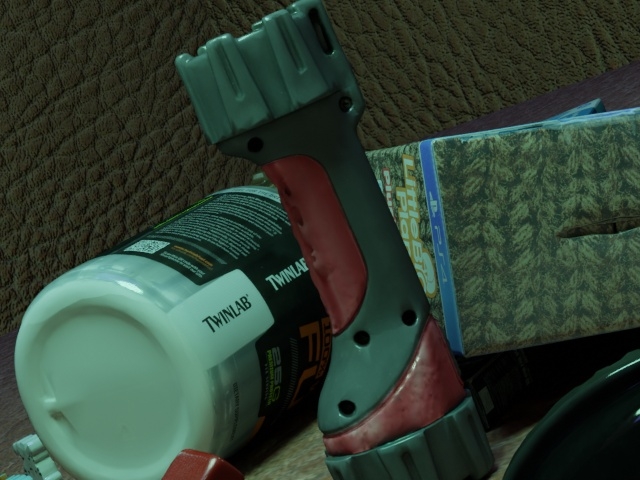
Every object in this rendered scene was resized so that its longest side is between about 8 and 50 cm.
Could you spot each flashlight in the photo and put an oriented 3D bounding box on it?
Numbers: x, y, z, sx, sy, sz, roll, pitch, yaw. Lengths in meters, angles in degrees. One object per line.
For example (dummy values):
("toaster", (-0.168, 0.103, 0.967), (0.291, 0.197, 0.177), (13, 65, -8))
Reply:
("flashlight", (0.004, 0.015, 1.117), (0.103, 0.304, 0.103), (-20, 7, 37))

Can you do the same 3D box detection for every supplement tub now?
("supplement tub", (-0.089, 0.069, 1.523), (0.193, 0.193, 0.316), (-19, 8, 33))

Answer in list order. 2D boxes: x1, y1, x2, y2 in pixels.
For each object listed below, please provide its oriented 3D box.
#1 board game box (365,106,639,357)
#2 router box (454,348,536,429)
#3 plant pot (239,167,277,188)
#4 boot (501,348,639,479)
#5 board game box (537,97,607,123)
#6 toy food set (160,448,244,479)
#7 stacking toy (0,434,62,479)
("board game box", (0.152, -0.011, 1.319), (0.232, 0.141, 0.291), (-9, 2, -14))
("router box", (0.076, 0.111, 1.274), (0.122, 0.038, 0.092), (-19, 8, 31))
("plant pot", (0.000, 0.000, 1.746), (0.167, 0.165, 0.167), (-38, 11, 9))
("boot", (0.187, 0.096, 0.550), (0.348, 0.131, 0.260), (-20, 7, 23))
("board game box", (0.173, -0.054, 2.164), (0.336, 0.079, 0.254), (-21, 6, 18))
("toy food set", (-0.041, 0.176, 0.896), (0.232, 0.111, 0.104), (3, 57, 54))
("stacking toy", (-0.267, 0.224, 1.560), (0.167, 0.052, 0.221), (-29, 10, -32))
